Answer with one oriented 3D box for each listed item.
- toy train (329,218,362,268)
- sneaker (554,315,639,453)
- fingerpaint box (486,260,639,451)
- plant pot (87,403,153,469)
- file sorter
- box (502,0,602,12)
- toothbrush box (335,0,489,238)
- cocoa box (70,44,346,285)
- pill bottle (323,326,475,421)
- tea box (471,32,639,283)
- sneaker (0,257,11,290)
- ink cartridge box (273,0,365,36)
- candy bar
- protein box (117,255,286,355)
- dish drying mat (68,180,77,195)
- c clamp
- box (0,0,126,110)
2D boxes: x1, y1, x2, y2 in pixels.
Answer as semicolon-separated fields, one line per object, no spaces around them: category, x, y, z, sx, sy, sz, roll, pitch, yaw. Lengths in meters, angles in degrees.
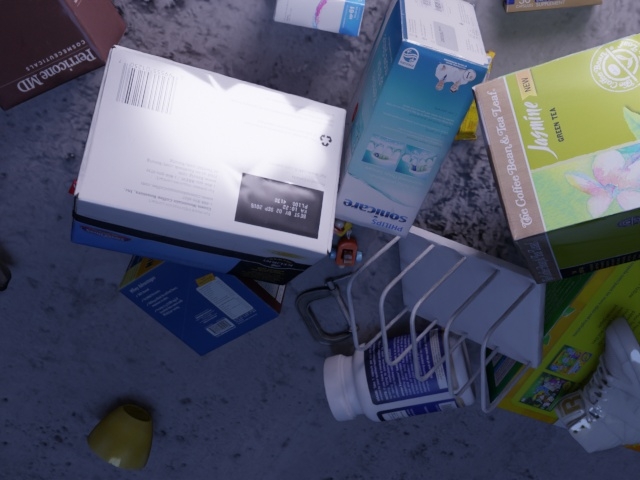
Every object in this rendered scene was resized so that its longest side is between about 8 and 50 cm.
toy train;0.000;0.000;1.477;0.166;0.046;0.125;10;125;-10
sneaker;0.470;0.258;1.415;0.169;0.108;0.293;-18;126;14
fingerpaint box;0.558;0.150;1.497;0.370;0.163;0.445;18;127;-10
plant pot;-0.402;0.397;1.764;0.134;0.134;0.095;26;98;-16
file sorter;0.206;0.131;1.411;0.277;0.173;0.193;23;137;35
box;0.320;-0.426;1.153;0.136;0.037;0.225;-4;126;6
toothbrush box;0.119;-0.188;1.230;0.126;0.216;0.296;15;127;-8
cocoa box;-0.168;-0.092;1.240;0.346;0.232;0.228;13;162;-15
pill bottle;0.148;0.257;1.604;0.264;0.153;0.153;-13;125;12
tea box;0.402;-0.103;1.136;0.323;0.220;0.329;-16;163;14
sneaker;-0.673;0.100;1.557;0.276;0.098;0.135;-33;117;23
ink cartridge box;-0.001;-0.338;1.200;0.122;0.089;0.052;9;127;-4
candy bar;0.238;-0.223;1.321;0.040;0.018;0.162;3;127;-4
protein box;-0.196;0.061;1.469;0.199;0.136;0.201;-30;120;31
dish drying mat;-0.392;-0.075;1.468;0.083;0.008;0.032;27;123;-16
c clamp;0.026;0.136;1.599;0.137;0.022;0.161;-12;125;11
box;-0.455;-0.389;1.155;0.191;0.143;0.381;-20;125;16
